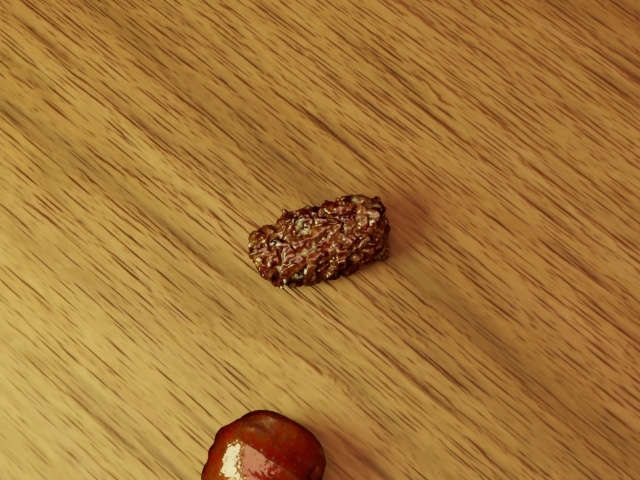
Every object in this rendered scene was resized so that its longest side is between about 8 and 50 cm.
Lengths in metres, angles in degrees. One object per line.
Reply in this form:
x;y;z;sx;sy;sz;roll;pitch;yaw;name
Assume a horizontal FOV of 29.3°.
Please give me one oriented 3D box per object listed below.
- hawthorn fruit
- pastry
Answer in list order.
-0.058;0.317;1.657;0.194;0.157;0.157;18;78;12;hawthorn fruit
0.001;0.002;1.761;0.209;0.097;0.115;-19;78;-1;pastry
